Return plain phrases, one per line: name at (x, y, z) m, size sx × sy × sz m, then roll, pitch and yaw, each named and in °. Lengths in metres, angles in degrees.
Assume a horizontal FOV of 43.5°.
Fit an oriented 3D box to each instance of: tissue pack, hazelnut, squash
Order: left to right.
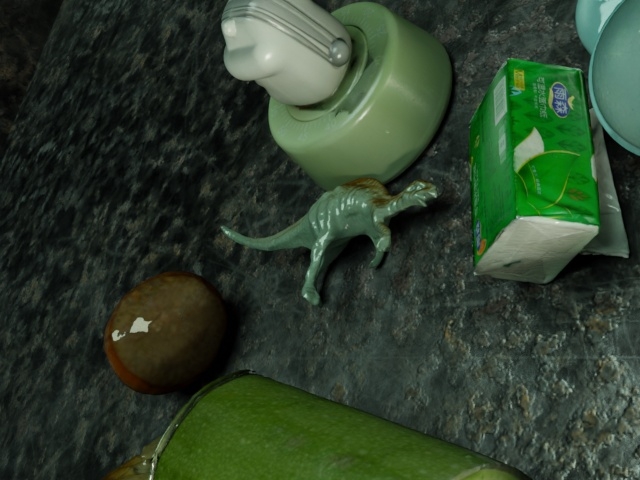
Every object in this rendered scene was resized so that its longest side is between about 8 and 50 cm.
hazelnut at (-0.248, 0.149, 1.289) m, size 0.214 × 0.176 × 0.214 m, roll -44°, pitch 4°, yaw 3°
squash at (0.007, 0.302, 0.840) m, size 0.384 × 0.263 × 0.263 m, roll 9°, pitch 73°, yaw 50°
tissue pack at (0.260, -0.072, 0.914) m, size 0.148 × 0.156 × 0.209 m, roll 114°, pitch 162°, yaw -60°

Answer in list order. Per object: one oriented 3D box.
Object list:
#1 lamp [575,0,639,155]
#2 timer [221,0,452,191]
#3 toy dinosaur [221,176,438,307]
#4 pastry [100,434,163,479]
lamp at (0.378, -0.203, 0.849) m, size 0.209 × 0.147 × 0.284 m, roll -41°, pitch 41°, yaw 28°
timer at (-0.013, -0.258, 1.172) m, size 0.290 × 0.315 × 0.291 m, roll -27°, pitch 49°, yaw 35°
toy dinosaur at (0.000, 0.000, 1.173) m, size 0.392 × 0.092 × 0.206 m, roll 4°, pitch 71°, yaw 49°
pastry at (-0.317, 0.424, 1.100) m, size 0.329 × 0.329 × 0.136 m, roll -39°, pitch 87°, yaw 24°
